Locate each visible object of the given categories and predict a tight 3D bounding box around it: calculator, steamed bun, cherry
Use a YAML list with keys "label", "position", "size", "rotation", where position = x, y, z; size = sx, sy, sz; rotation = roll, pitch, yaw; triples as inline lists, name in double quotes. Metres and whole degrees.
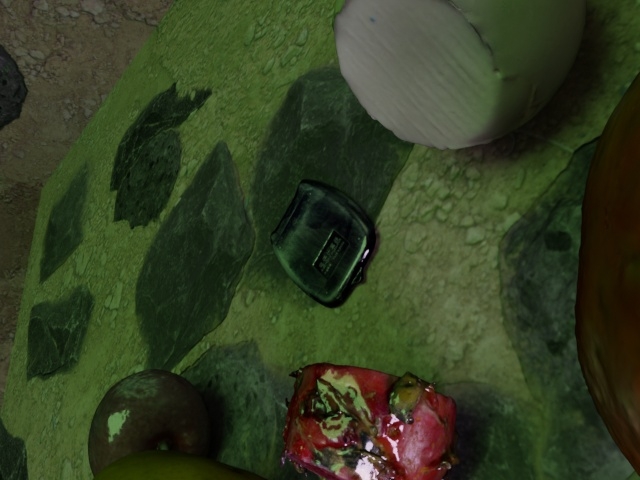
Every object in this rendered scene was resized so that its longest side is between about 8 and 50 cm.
- label: "calculator"
  position: [0.000, 0.000, 0.997]
  size: [0.268, 0.040, 0.177]
  rotation: [42, 107, 47]
- label: "steamed bun"
  position: [0.186, -0.285, 0.727]
  size: [0.309, 0.309, 0.309]
  rotation: [-27, 52, 41]
- label: "cherry"
  position: [-0.307, 0.350, 1.045]
  size: [0.285, 0.213, 0.236]
  rotation: [11, 72, 62]

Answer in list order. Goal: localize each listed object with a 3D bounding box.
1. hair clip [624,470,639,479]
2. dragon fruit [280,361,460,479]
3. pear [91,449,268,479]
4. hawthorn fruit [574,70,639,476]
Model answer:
- label: "hair clip"
  position: [0.217, 0.312, 0.468]
  size: [0.282, 0.113, 0.172]
  rotation: [-49, -3, 9]
- label: "dragon fruit"
  position: [0.053, 0.239, 0.683]
  size: [0.282, 0.211, 0.147]
  rotation: [130, 156, -64]
- label: "pear"
  position: [-0.171, 0.446, 0.706]
  size: [0.362, 0.362, 0.418]
  rotation: [-59, 34, 10]
- label: "hawthorn fruit"
  position: [0.323, 0.014, 0.299]
  size: [0.403, 0.403, 0.402]
  rotation: [-27, 52, 41]
